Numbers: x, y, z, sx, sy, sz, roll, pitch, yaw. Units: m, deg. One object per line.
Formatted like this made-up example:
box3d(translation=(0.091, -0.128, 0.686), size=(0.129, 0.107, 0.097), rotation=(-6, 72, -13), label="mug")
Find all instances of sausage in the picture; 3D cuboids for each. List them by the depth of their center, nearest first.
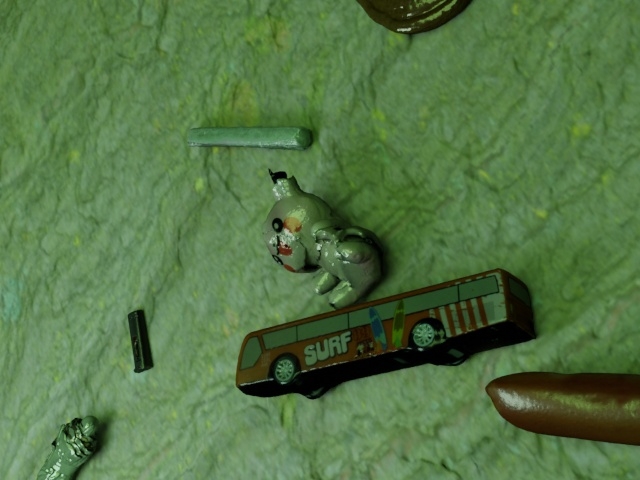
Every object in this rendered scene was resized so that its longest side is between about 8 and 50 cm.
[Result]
box3d(translation=(0.332, 0.196, 1.747), size=(0.300, 0.089, 0.083), rotation=(0, 87, 33), label="sausage")

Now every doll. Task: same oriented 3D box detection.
box3d(translation=(0.000, 0.000, 1.988), size=(0.192, 0.095, 0.149), rotation=(30, 140, 27), label="doll")

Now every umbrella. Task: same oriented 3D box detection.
box3d(translation=(-0.367, 0.312, 2.189), size=(0.143, 0.062, 0.067), rotation=(-53, 37, 19), label="umbrella")

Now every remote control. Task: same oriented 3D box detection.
box3d(translation=(-0.266, 0.146, 2.183), size=(0.034, 0.016, 0.091), rotation=(-24, 68, 32), label="remote control")

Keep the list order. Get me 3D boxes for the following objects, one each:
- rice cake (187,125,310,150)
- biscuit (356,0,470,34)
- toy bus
box3d(translation=(-0.104, -0.146, 2.128), size=(0.207, 0.033, 0.033), rotation=(3, 83, 33), label="rice cake")
box3d(translation=(0.140, -0.420, 2.020), size=(0.257, 0.049, 0.273), rotation=(-26, 69, 26), label="biscuit")
box3d(translation=(0.075, 0.130, 1.923), size=(0.408, 0.093, 0.092), rotation=(-16, 64, 29), label="toy bus")
